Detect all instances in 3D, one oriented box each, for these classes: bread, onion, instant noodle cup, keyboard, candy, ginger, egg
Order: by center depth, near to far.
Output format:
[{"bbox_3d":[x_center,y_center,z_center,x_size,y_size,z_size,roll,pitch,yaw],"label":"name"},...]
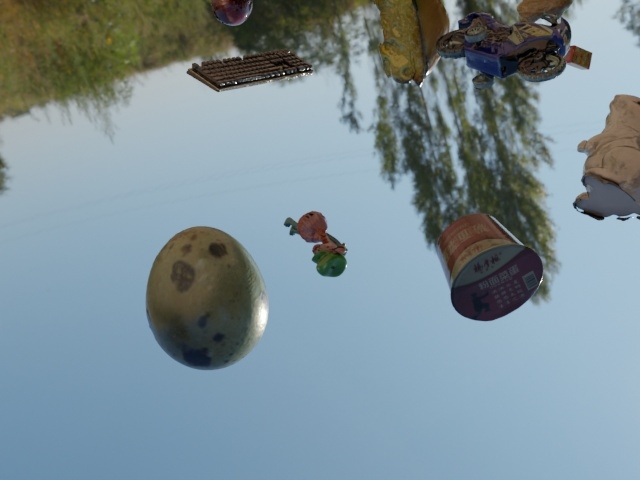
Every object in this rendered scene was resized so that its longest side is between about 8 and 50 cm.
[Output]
[{"bbox_3d":[0.496,-0.540,1.386,0.259,0.149,0.065,-32,175,16],"label":"ginger"},{"bbox_3d":[-0.144,-0.372,1.491,0.106,0.027,0.317,35,-144,22],"label":"keyboard"},{"bbox_3d":[0.208,-0.475,1.513,0.133,0.251,0.174,-27,-152,-26],"label":"bread"},{"bbox_3d":[0.397,0.055,1.696,0.235,0.234,0.178,-19,-142,-2],"label":"instant noodle cup"},{"bbox_3d":[-0.323,0.165,1.962,0.345,0.427,0.345,-4,-149,2],"label":"egg"},{"bbox_3d":[-0.253,-0.681,1.977,0.131,0.131,0.131,-17,-160,6],"label":"onion"},{"bbox_3d":[0.914,-0.649,2.457,0.122,0.062,0.038,4,-174,-38],"label":"candy"}]

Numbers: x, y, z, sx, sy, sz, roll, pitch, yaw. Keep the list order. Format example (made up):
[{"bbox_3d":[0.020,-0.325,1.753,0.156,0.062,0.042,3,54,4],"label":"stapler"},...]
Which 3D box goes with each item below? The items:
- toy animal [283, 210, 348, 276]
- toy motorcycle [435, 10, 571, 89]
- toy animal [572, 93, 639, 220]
[{"bbox_3d":[0.000,0.000,1.493,0.103,0.100,0.208,18,-163,-37],"label":"toy animal"},{"bbox_3d":[0.355,-0.369,1.298,0.169,0.113,0.315,-34,-141,-15],"label":"toy motorcycle"},{"bbox_3d":[0.825,-0.226,1.850,0.258,0.194,0.357,30,-114,12],"label":"toy animal"}]
